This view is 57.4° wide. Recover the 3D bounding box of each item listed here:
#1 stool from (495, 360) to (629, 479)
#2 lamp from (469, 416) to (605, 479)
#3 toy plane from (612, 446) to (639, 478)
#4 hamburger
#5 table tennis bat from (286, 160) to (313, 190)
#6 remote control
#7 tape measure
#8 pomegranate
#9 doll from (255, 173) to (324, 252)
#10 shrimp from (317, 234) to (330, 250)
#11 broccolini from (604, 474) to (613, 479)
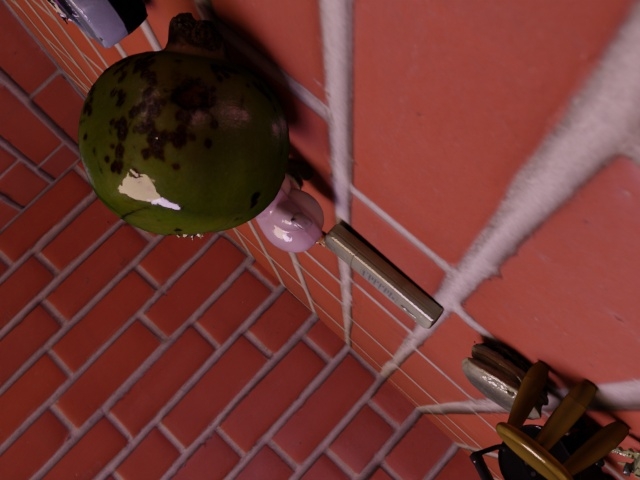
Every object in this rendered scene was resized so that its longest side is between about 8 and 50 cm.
[{"bbox_3d":[0.299,0.235,0.738,0.134,0.110,0.135,37,167,26],"label":"stool"},{"bbox_3d":[0.334,0.330,0.853,0.227,0.172,0.147,47,-163,-51],"label":"lamp"},{"bbox_3d":[0.398,0.274,0.715,0.102,0.040,0.111,16,160,26],"label":"toy plane"},{"bbox_3d":[0.272,0.206,0.863,0.133,0.062,0.140,39,168,5],"label":"hamburger"},{"bbox_3d":[-0.070,-0.125,0.964,0.131,0.022,0.234,49,170,-25],"label":"table tennis bat"},{"bbox_3d":[0.104,0.061,0.989,0.233,0.038,0.098,41,170,10],"label":"remote control"},{"bbox_3d":[-0.323,-0.351,0.785,0.182,0.107,0.181,54,173,-34],"label":"tape measure"},{"bbox_3d":[-0.159,-0.131,0.704,0.254,0.254,0.270,31,122,51],"label":"pomegranate"},{"bbox_3d":[-0.103,-0.083,0.950,0.160,0.094,0.365,52,170,-35],"label":"doll"},{"bbox_3d":[0.000,0.000,1.193,0.059,0.023,0.108,39,174,-28],"label":"shrimp"},{"bbox_3d":[0.459,0.415,1.070,0.239,0.051,0.054,-178,86,-83],"label":"broccolini"}]
